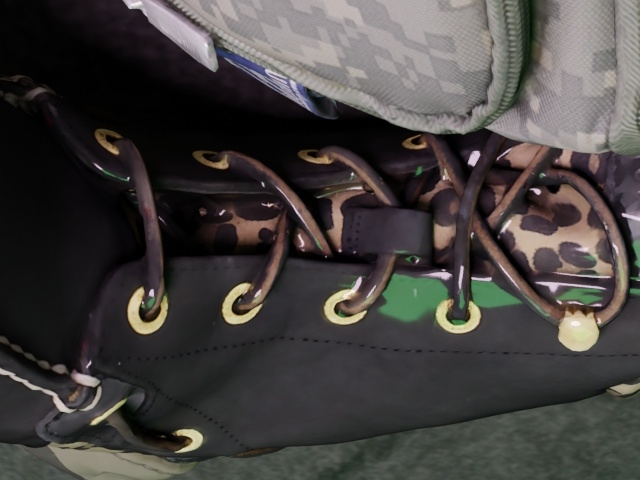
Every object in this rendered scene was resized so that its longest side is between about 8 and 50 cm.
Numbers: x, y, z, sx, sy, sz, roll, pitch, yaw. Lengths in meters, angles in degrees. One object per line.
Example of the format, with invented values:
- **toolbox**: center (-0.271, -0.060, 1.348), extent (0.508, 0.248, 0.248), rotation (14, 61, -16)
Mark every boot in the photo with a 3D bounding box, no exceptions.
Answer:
- **boot**: center (0.000, 0.000, 0.569), extent (0.284, 0.138, 0.377), rotation (-10, 160, 10)

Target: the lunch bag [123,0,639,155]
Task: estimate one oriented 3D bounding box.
- **lunch bag**: center (0.042, -0.165, 0.340), extent (0.256, 0.213, 0.305), rotation (7, 146, 20)
